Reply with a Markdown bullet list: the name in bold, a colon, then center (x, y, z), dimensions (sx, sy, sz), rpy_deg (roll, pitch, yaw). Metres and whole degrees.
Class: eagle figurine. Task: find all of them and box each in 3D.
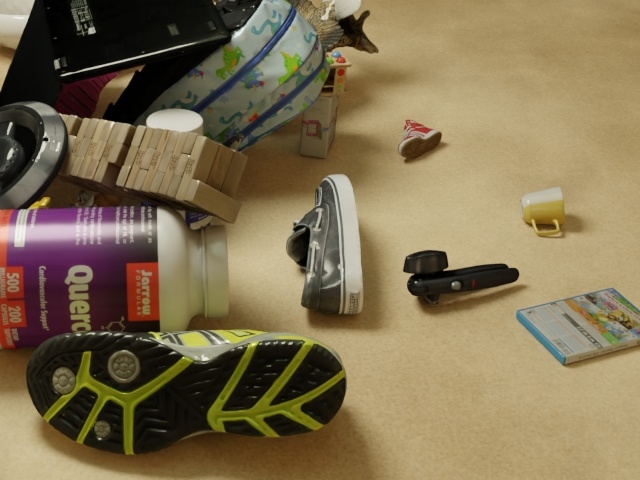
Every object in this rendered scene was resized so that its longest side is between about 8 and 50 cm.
- **eagle figurine**: center (-0.039, -0.360, 2.119), dimensions (0.298, 0.225, 0.226), rpy_deg (-24, 6, -32)

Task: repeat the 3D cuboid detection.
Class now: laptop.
- **laptop**: center (-0.362, -0.262, 1.830), dimensions (0.408, 0.236, 0.382), rpy_deg (-16, 38, -9)

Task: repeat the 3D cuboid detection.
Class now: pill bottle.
- **pill bottle**: center (-0.218, -0.098, 1.702), dimensions (0.112, 0.186, 0.112), rpy_deg (2, 31, -1)
- **pill bottle**: center (-0.284, 0.046, 1.465), dimensions (0.323, 0.181, 0.181), rpy_deg (-2, 32, -7)

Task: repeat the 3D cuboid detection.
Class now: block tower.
- **block tower**: center (-0.246, -0.104, 1.534), dimensions (0.335, 0.097, 0.091), rpy_deg (14, -8, 39)

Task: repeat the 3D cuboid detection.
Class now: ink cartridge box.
- **ink cartridge box**: center (-0.001, -0.218, 1.979), dimensions (0.052, 0.122, 0.088), rpy_deg (11, 33, 7)

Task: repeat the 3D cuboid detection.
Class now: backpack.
- **backpack**: center (-0.159, -0.265, 1.848), dimensions (0.273, 0.355, 0.290), rpy_deg (36, 36, -8)

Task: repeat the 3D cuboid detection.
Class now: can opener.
- **can opener**: center (0.205, 0.054, 1.611), dimensions (0.186, 0.073, 0.059), rpy_deg (0, 22, -23)

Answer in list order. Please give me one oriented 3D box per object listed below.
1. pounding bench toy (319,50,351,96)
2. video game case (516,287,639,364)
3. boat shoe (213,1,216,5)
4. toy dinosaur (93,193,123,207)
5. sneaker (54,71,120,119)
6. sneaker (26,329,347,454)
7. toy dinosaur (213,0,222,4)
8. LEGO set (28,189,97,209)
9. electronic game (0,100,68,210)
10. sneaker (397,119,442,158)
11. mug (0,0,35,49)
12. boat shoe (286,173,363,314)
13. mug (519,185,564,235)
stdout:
- **pounding bench toy**: center (0.003, -0.285, 1.906), dimensions (0.083, 0.065, 0.052), rpy_deg (-7, 35, -21)
- **video game case**: center (0.373, 0.117, 1.558), dimensions (0.166, 0.015, 0.119), rpy_deg (-11, 33, -21)
- **boat shoe**: center (-0.265, -0.502, 2.447), dimensions (0.324, 0.096, 0.116), rpy_deg (9, 32, 11)
- **toy dinosaur**: center (-0.321, -0.053, 1.682), dimensions (0.211, 0.112, 0.064), rpy_deg (-27, 48, 18)
- **sneaker**: center (-0.461, -0.274, 2.070), dimensions (0.111, 0.103, 0.252), rpy_deg (-22, 26, 44)
- **sneaker**: center (-0.158, 0.176, 1.344), dimensions (0.385, 0.145, 0.147), rpy_deg (3, 1, 5)
- **toy dinosaur**: center (-0.180, -0.405, 2.303), dimensions (0.313, 0.121, 0.160), rpy_deg (20, 63, 9)
- **LEGO set**: center (-0.471, -0.007, 1.641), dimensions (0.287, 0.107, 0.132), rpy_deg (-1, 17, 18)
- **electronic game**: center (-0.456, -0.104, 1.577), dimensions (0.229, 0.048, 0.229), rpy_deg (-15, 51, 19)
- **sneaker**: center (0.158, -0.182, 2.006), dimensions (0.067, 0.042, 0.118), rpy_deg (29, 32, 30)
- **mug**: center (-0.531, -0.472, 2.204), dimensions (0.328, 0.276, 0.374), rpy_deg (22, 33, 25)
- **boat shoe**: center (0.000, 0.000, 1.646), dimensions (0.102, 0.108, 0.301), rpy_deg (1, 38, -5)
- **mug**: center (0.354, -0.050, 1.791), dimensions (0.064, 0.062, 0.078), rpy_deg (-5, 25, 3)
